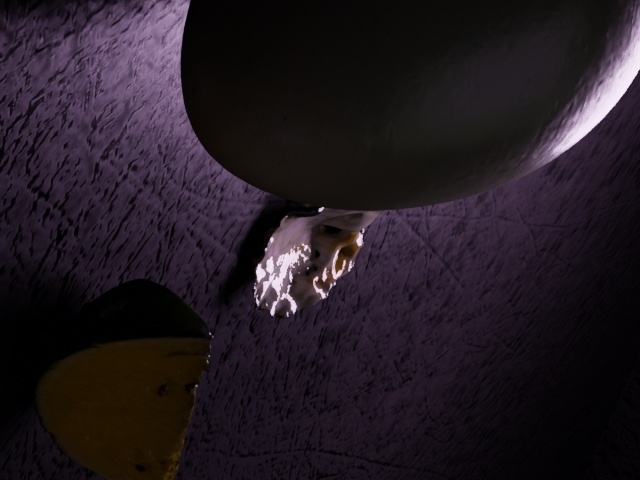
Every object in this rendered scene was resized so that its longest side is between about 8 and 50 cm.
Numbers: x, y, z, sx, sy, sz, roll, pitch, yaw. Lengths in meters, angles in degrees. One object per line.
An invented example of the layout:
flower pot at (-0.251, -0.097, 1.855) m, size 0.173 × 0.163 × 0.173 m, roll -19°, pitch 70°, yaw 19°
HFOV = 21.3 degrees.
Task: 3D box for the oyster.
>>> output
oyster at (0.000, 0.000, 1.245) m, size 0.146 × 0.045 × 0.121 m, roll -45°, pitch 163°, yaw -13°

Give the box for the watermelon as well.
watermelon at (-0.127, 0.089, 1.001) m, size 0.075 × 0.092 × 0.181 m, roll -28°, pitch 157°, yaw -31°

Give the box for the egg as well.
egg at (0.049, -0.125, 0.900) m, size 0.295 × 0.218 × 0.218 m, roll -31°, pitch 151°, yaw -29°
